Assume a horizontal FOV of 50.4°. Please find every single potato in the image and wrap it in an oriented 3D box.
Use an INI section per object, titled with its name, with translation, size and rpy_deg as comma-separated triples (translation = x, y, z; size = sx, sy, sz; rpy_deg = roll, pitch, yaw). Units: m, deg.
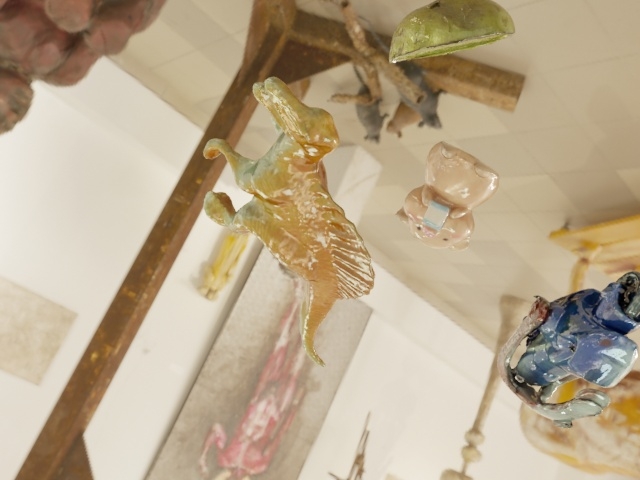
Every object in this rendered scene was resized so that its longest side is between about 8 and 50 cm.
[potato]
translation = 0.268, -0.446, 1.395
size = 0.272, 0.111, 0.160
rpy_deg = -13, -175, -15

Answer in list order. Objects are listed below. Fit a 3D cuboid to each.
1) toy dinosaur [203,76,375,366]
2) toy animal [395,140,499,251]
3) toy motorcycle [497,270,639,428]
[toy dinosaur]
translation = 0.000, -0.002, 0.407
size = 0.142, 0.057, 0.212
rpy_deg = 8, 136, 56
[toy animal]
translation = 0.295, -0.091, 1.554
size = 0.195, 0.256, 0.213
rpy_deg = 32, -155, 8
[toy motorcycle]
translation = 0.455, 0.200, 1.180
size = 0.182, 0.241, 0.319
rpy_deg = 3, 157, -15
